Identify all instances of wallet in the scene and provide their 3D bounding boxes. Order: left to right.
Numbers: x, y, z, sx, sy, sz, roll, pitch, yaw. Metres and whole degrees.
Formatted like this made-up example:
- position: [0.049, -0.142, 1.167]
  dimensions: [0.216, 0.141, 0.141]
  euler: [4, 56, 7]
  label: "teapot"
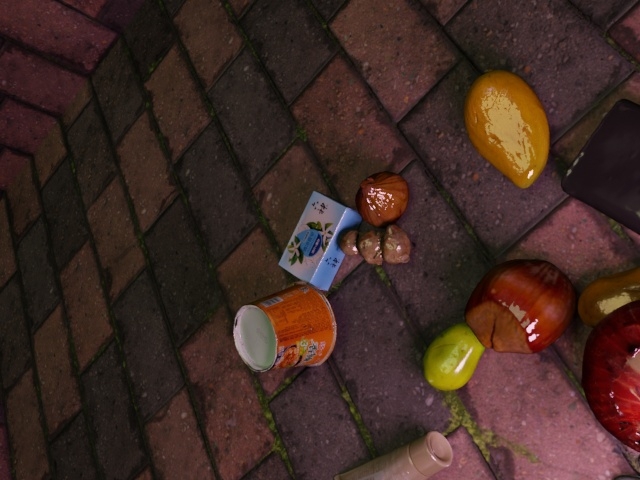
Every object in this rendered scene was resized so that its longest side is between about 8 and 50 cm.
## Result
- position: [0.681, -0.099, 1.371]
  dimensions: [0.406, 0.062, 0.228]
  euler: [43, 105, 41]
  label: "wallet"

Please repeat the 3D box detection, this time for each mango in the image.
- position: [0.294, 0.256, 1.584]
  dimensions: [0.117, 0.089, 0.163]
  euler: [27, 82, 52]
  label: "mango"
- position: [0.422, -0.260, 1.621]
  dimensions: [0.176, 0.119, 0.317]
  euler: [-29, 62, 22]
  label: "mango"
- position: [0.577, 0.116, 1.373]
  dimensions: [0.165, 0.089, 0.115]
  euler: [-20, 53, 32]
  label: "mango"

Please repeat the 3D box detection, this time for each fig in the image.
- position: [0.130, -0.110, 1.779]
  dimensions: [0.133, 0.201, 0.146]
  euler: [12, 90, 34]
  label: "fig"

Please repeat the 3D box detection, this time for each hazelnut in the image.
- position: [0.414, 0.135, 1.469]
  dimensions: [0.212, 0.180, 0.181]
  euler: [26, 122, 45]
  label: "hazelnut"

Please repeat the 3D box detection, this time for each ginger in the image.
- position: [0.137, 0.010, 1.804]
  dimensions: [0.204, 0.080, 0.104]
  euler: [-1, 107, 42]
  label: "ginger"

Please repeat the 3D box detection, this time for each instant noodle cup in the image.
- position: [-0.100, 0.231, 1.830]
  dimensions: [0.230, 0.182, 0.230]
  euler: [10, 104, 43]
  label: "instant noodle cup"

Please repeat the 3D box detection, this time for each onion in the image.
- position: [0.590, 0.233, 1.220]
  dimensions: [0.276, 0.276, 0.276]
  euler: [-16, 65, 38]
  label: "onion"

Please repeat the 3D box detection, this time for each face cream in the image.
- position: [0.152, 0.538, 1.621]
  dimensions: [0.341, 0.084, 0.137]
  euler: [-43, 49, 34]
  label: "face cream"

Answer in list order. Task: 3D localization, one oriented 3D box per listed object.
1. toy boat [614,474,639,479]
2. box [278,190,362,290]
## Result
- position: [0.616, 0.475, 1.224]
  dimensions: [0.260, 0.085, 0.078]
  euler: [19, 88, 55]
  label: "toy boat"
- position: [0.000, 0.000, 1.935]
  dimensions: [0.142, 0.083, 0.232]
  euler: [31, 98, 44]
  label: "box"
